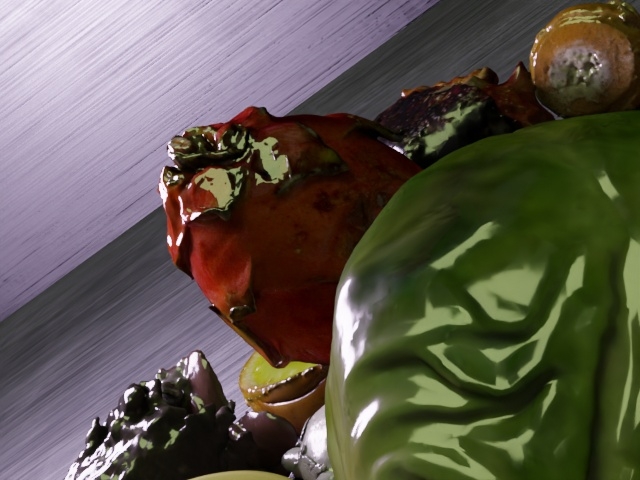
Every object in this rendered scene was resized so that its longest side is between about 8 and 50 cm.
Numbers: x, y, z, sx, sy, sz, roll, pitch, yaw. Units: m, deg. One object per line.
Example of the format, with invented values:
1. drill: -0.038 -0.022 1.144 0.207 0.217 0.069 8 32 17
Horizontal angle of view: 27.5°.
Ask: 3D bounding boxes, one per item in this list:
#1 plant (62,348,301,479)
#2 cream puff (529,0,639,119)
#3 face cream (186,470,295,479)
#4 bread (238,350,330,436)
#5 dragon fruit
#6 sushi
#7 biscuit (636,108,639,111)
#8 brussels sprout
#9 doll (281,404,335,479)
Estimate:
1. plant: -0.125 0.215 1.188 0.234 0.204 0.178 -49 19 -16
2. cream puff: 0.285 -0.184 1.352 0.144 0.126 0.103 -21 4 31
3. face cream: -0.054 0.270 0.757 0.218 0.179 0.218 -21 26 11
4. bread: 0.018 0.113 1.384 0.236 0.070 0.236 -33 15 10
5. dragon fruit: 0.004 0.001 1.216 0.315 0.250 0.250 3 12 -8
6. sushi: 0.146 -0.075 1.438 0.182 0.196 0.343 -32 9 -8
7. biscuit: 0.407 -0.165 1.342 0.351 0.057 0.312 -32 16 29
8. brussels sprout: 0.144 0.103 0.722 0.289 0.281 0.354 -2 50 11
9. doll: 0.053 0.163 1.106 0.192 0.095 0.149 -38 17 -12
